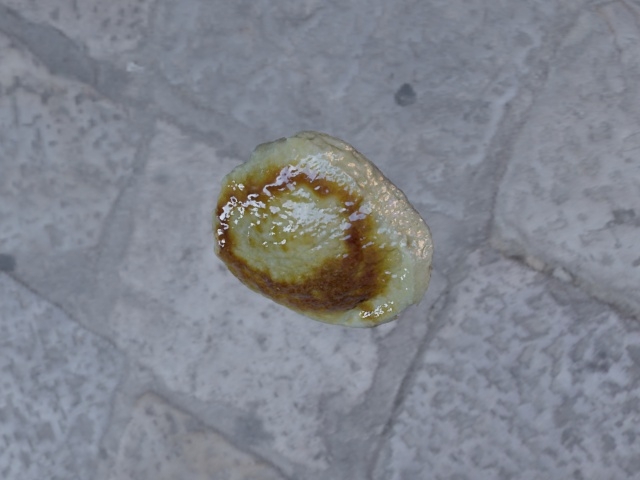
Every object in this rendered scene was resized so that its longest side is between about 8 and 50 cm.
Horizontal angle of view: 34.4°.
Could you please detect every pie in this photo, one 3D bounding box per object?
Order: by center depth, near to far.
[{"bbox_3d":[0.000,0.000,0.934,0.205,0.084,0.179,44,137,-20],"label":"pie"}]
